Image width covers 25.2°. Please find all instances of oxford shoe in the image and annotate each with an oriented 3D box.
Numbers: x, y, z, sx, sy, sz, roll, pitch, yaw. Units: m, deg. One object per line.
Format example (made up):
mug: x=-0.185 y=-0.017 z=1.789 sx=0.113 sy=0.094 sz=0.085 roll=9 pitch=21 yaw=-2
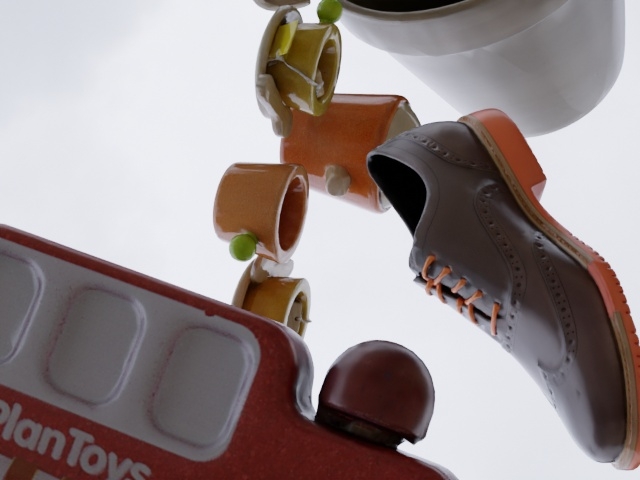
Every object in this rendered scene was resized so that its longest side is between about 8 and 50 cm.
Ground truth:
oxford shoe: x=0.106 y=0.031 z=0.849 sx=0.098 sy=0.097 sz=0.271 roll=-11 pitch=-136 yaw=-15

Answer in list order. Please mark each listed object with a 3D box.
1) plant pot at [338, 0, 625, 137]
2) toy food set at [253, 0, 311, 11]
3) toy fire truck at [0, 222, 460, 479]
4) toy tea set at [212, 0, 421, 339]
plant pot: x=0.181 y=-0.262 z=1.466 sx=0.280 sy=0.323 sz=0.323 roll=52 pitch=-128 yaw=-48
toy food set: x=-0.086 y=-0.378 z=1.293 sx=0.092 sy=0.306 sz=0.220 roll=-26 pitch=-125 yaw=-12
toy fire truck: x=-0.065 y=0.145 z=0.616 sx=0.302 sy=0.169 sz=0.254 roll=17 pitch=-95 yaw=19
toy tea set: x=0.000 y=0.000 z=1.067 sx=0.124 sy=0.200 sz=0.336 roll=12 pitch=-104 yaw=16
